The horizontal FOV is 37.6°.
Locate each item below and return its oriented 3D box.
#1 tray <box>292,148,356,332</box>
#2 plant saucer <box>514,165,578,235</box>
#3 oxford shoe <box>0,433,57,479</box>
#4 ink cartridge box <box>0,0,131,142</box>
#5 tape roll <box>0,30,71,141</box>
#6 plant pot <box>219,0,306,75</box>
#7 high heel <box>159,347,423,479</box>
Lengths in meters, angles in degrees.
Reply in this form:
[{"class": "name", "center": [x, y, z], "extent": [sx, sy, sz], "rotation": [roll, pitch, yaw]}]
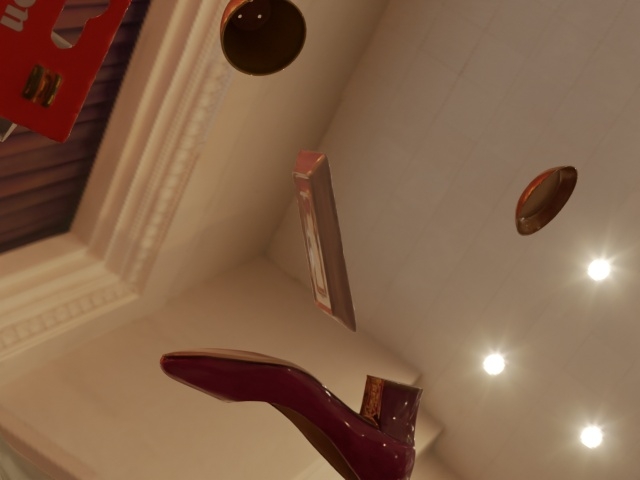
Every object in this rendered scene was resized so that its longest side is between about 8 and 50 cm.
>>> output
[{"class": "tray", "center": [0.000, 0.000, 1.422], "extent": [0.145, 0.030, 0.270], "rotation": [-156, -125, -71]}, {"class": "plant saucer", "center": [0.216, -0.042, 0.917], "extent": [0.015, 0.083, 0.083], "rotation": [44, -55, 32]}, {"class": "oxford shoe", "center": [-0.206, 0.286, 0.806], "extent": [0.169, 0.130, 0.449], "rotation": [-1, -59, 58]}, {"class": "ink cartridge box", "center": [-0.337, -0.292, 0.850], "extent": [0.091, 0.385, 0.308], "rotation": [28, -87, 59]}, {"class": "tape roll", "center": [-0.543, -0.287, 1.706], "extent": [0.072, 0.219, 0.219], "rotation": [35, -54, -16]}, {"class": "plant pot", "center": [-0.099, -0.336, 1.456], "extent": [0.134, 0.134, 0.095], "rotation": [-64, -147, 30]}, {"class": "high heel", "center": [-0.040, 0.251, 1.245], "extent": [0.127, 0.377, 0.181], "rotation": [174, -72, -74]}]
